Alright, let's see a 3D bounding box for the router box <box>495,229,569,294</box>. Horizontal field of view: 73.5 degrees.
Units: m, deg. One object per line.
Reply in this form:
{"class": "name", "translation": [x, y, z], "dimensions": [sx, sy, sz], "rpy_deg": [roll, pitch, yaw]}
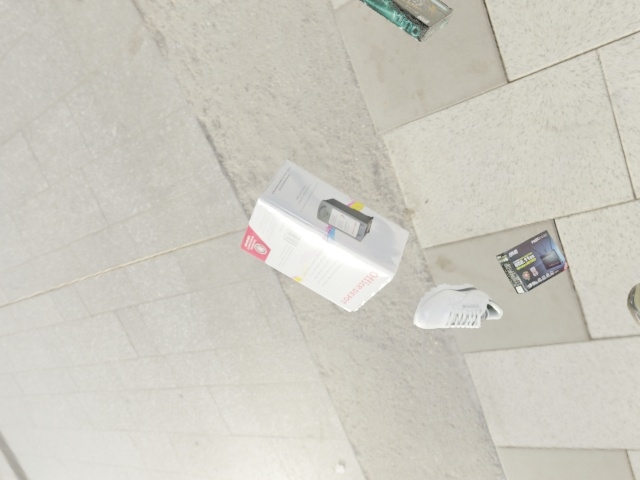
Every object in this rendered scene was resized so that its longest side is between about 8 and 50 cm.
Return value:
{"class": "router box", "translation": [0.441, 0.044, 0.892], "dimensions": [0.092, 0.122, 0.038], "rpy_deg": [62, 164, 10]}

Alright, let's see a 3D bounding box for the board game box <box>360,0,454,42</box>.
{"class": "board game box", "translation": [0.096, -0.361, 0.619], "dimensions": [0.186, 0.126, 0.026], "rpy_deg": [38, 137, 5]}

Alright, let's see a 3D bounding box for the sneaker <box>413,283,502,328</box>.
{"class": "sneaker", "translation": [0.301, 0.152, 0.933], "dimensions": [0.095, 0.235, 0.090], "rpy_deg": [40, 128, 43]}

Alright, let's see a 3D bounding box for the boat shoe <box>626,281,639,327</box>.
{"class": "boat shoe", "translation": [0.708, 0.070, 0.808], "dimensions": [0.123, 0.324, 0.120], "rpy_deg": [51, 148, 3]}

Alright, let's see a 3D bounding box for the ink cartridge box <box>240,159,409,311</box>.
{"class": "ink cartridge box", "translation": [0.000, 0.000, 0.936], "dimensions": [0.306, 0.131, 0.226], "rpy_deg": [30, 145, -5]}
